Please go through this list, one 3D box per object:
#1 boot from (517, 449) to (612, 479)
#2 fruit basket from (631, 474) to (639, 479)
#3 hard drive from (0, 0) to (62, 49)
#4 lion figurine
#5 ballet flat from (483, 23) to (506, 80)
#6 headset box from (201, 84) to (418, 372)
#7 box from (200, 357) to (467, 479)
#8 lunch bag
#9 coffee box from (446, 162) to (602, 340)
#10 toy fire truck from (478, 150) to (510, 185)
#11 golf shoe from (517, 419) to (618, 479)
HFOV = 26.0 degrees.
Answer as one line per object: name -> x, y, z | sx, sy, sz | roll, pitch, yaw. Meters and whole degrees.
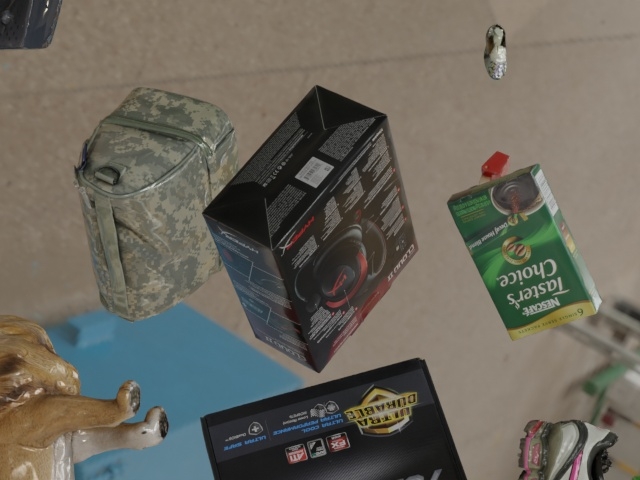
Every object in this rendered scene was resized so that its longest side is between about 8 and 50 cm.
boot -> 0.264, 0.266, 1.539 | 0.099, 0.045, 0.121 | -19, 152, -19
fruit basket -> 0.628, 0.499, 1.937 | 0.392, 0.392, 0.283 | -64, -173, 6
hard drive -> -0.326, -0.323, 1.466 | 0.054, 0.172, 0.255 | 10, 87, -47
lion figurine -> -0.268, 0.251, 1.276 | 0.142, 0.240, 0.392 | 53, 34, -64
ballet flat -> 0.297, -0.324, 2.343 | 0.041, 0.041, 0.114 | 75, 14, -52
headset box -> 0.000, 0.000, 1.637 | 0.218, 0.110, 0.293 | -50, 149, -22
box -> 0.028, 0.312, 1.666 | 0.295, 0.293, 0.073 | -14, 144, -5
lunch bag -> -0.263, -0.053, 2.150 | 0.305, 0.212, 0.256 | 88, 24, -43
coffee box -> 0.233, 0.015, 1.579 | 0.184, 0.113, 0.040 | 64, 27, -12
toy fire truck -> 0.289, -0.035, 2.219 | 0.192, 0.135, 0.047 | -56, 163, -18
golf shoe -> 0.212, 0.244, 1.158 | 0.067, 0.086, 0.186 | -7, 96, -67
